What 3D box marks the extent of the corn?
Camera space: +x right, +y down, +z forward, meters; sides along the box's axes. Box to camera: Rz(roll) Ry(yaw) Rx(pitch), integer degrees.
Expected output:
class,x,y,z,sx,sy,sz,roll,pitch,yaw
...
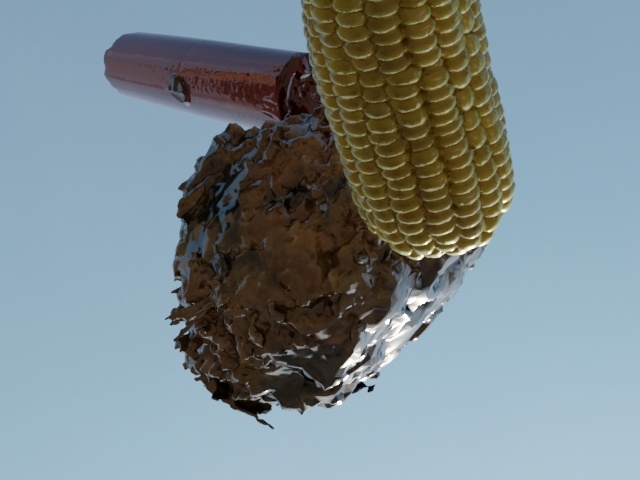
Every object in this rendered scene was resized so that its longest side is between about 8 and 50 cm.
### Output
class,x,y,z,sx,sy,sz,roll,pitch,yaw
corn,0.040,-0.098,0.637,0.093,0.093,0.244,-6,-52,17

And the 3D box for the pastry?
class,x,y,z,sx,sy,sz,roll,pitch,yaw
pastry,0.000,0.000,0.894,0.193,0.275,0.275,40,-65,12

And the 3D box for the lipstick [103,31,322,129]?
class,x,y,z,sx,sy,sz,roll,pitch,yaw
lipstick,-0.091,-0.138,1.074,0.279,0.073,0.073,18,-60,50
